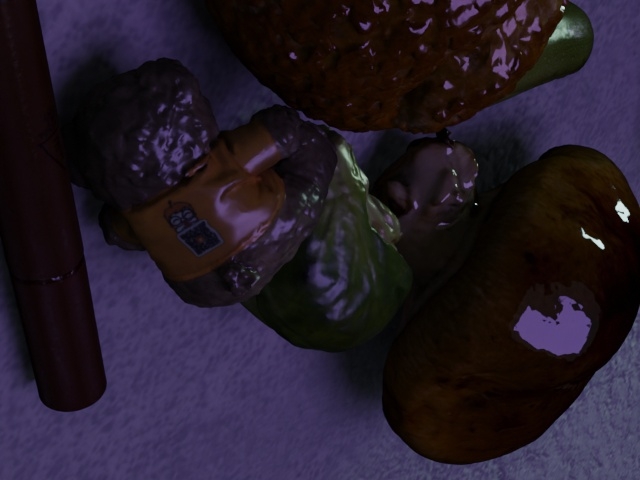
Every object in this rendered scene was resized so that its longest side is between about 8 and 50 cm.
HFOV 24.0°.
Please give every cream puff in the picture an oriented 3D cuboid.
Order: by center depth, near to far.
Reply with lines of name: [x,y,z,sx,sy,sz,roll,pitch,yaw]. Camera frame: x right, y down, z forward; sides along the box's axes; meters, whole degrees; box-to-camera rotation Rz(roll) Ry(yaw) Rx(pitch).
cream puff: [0.069,-0.209,1.078,0.303,0.212,0.303,-34,139,-36]

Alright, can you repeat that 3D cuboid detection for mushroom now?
mushroom: [0.159,0.036,1.402,0.345,0.260,0.345,-53,172,-11]

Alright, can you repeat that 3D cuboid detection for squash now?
squash: [0.128,-0.152,1.291,0.341,0.094,0.094,-19,129,-40]

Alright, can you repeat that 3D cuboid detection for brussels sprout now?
brussels sprout: [-0.006,0.005,1.204,0.145,0.131,0.183,-39,117,-7]

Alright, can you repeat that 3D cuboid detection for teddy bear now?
teddy bear: [-0.094,-0.041,1.062,0.177,0.140,0.190,-33,119,25]

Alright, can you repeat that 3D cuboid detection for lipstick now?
lipstick: [-0.196,-0.026,1.032,0.057,0.057,0.356,-32,137,-31]
